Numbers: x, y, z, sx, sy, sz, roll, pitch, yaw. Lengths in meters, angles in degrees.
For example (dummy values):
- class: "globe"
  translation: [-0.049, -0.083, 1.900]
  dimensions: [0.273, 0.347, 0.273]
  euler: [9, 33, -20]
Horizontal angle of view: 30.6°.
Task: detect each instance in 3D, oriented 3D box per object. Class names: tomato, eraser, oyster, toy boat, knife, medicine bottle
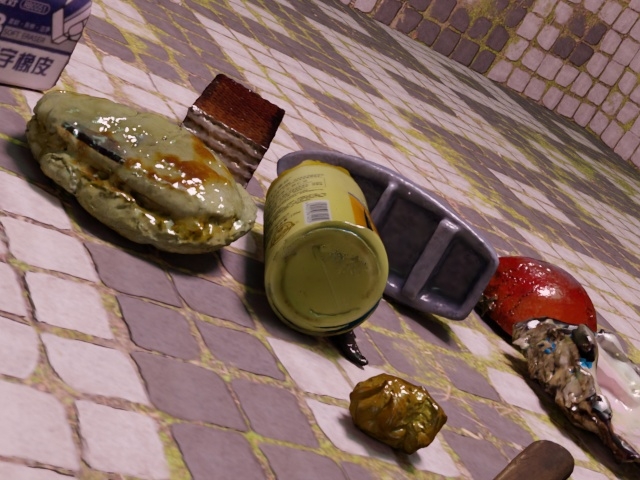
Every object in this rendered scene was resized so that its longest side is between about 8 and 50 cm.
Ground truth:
- class: "tomato"
  translation: [0.288, 0.076, 1.519]
  dimensions: [0.173, 0.099, 0.189]
  euler: [20, 19, -30]
- class: "eraser"
  translation: [-0.351, -0.234, 1.226]
  dimensions: [0.068, 0.124, 0.210]
  euler: [42, 20, 27]
- class: "oyster"
  translation: [0.327, 0.177, 1.346]
  dimensions: [0.259, 0.092, 0.198]
  euler: [50, 22, 16]
- class: "toy boat"
  translation: [0.072, -0.018, 1.358]
  dimensions: [0.283, 0.127, 0.078]
  euler: [34, 16, 12]
- class: "knife"
  translation: [0.031, 0.069, 1.225]
  dimensions: [0.045, 0.021, 0.222]
  euler: [29, 21, -9]
- class: "medicine bottle"
  translation: [0.000, 0.000, 1.202]
  dimensions: [0.124, 0.124, 0.239]
  euler: [28, 17, -12]

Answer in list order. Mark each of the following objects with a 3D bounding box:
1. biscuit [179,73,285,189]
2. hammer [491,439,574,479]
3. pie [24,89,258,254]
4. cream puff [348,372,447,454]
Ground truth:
- class: "biscuit"
  translation: [-0.114, -0.137, 1.462]
  dimensions: [0.106, 0.070, 0.252]
  euler: [29, 18, -5]
- class: "hammer"
  translation: [0.133, 0.228, 0.934]
  dimensions: [0.168, 0.044, 0.440]
  euler: [40, 18, 18]
- class: "pie"
  translation: [-0.174, -0.071, 1.143]
  dimensions: [0.248, 0.090, 0.201]
  euler: [30, 20, 5]
- class: "cream puff"
  translation: [0.067, 0.146, 1.011]
  dimensions: [0.083, 0.058, 0.083]
  euler: [37, 16, 20]
